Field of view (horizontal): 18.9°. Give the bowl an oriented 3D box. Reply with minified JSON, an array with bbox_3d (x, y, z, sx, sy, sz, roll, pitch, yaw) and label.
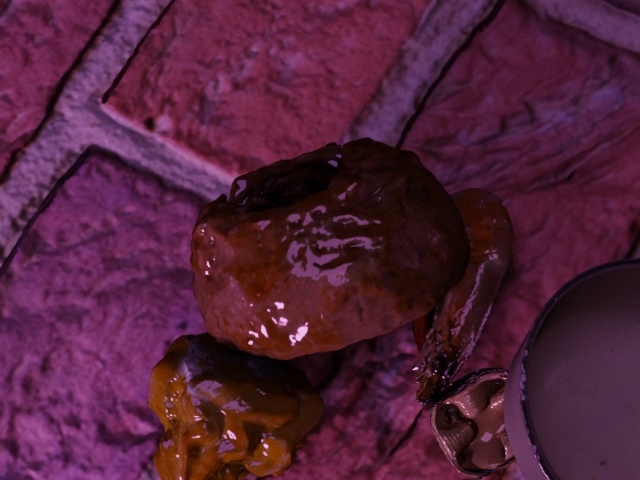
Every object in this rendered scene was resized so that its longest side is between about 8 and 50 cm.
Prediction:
[{"bbox_3d":[0.225,0.125,1.429,0.211,0.112,0.211,4,77,-16],"label":"bowl"}]

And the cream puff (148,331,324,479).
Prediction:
[{"bbox_3d":[-0.074,0.145,1.517,0.146,0.146,0.116,26,102,23],"label":"cream puff"}]

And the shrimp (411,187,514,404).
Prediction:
[{"bbox_3d":[0.105,0.045,1.560,0.101,0.042,0.190,-1,65,36],"label":"shrimp"}]

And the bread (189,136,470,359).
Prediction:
[{"bbox_3d":[0.000,0.000,1.508,0.230,0.123,0.230,-15,22,6],"label":"bread"}]

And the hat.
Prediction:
[{"bbox_3d":[0.128,0.142,1.498,0.077,0.059,0.076,-30,79,5],"label":"hat"}]
